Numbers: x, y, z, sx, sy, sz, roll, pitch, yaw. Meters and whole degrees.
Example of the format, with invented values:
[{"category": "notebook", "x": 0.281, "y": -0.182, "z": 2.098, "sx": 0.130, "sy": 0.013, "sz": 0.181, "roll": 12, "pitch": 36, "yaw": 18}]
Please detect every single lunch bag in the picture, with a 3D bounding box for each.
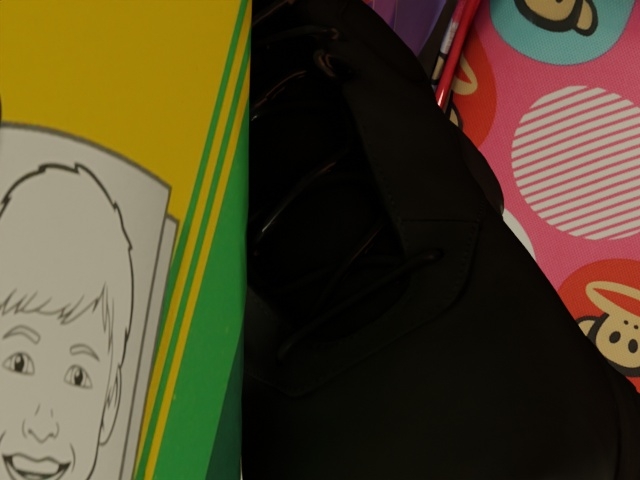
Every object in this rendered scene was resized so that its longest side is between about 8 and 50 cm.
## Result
[{"category": "lunch bag", "x": 0.170, "y": 0.018, "z": 0.660, "sx": 0.120, "sy": 0.293, "sz": 0.258, "roll": -47, "pitch": 160, "yaw": -51}]

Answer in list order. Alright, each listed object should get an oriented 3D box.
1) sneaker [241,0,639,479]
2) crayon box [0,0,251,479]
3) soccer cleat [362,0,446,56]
[{"category": "sneaker", "x": 0.000, "y": 0.000, "z": 0.464, "sx": 0.130, "sy": 0.109, "sz": 0.286, "roll": 57, "pitch": 4, "yaw": -26}, {"category": "crayon box", "x": -0.137, "y": -0.013, "z": 0.253, "sx": 0.363, "sy": 0.106, "sz": 0.313, "roll": -9, "pitch": 103, "yaw": -63}, {"category": "soccer cleat", "x": 0.053, "y": -0.169, "z": 0.626, "sx": 0.083, "sy": 0.095, "sz": 0.248, "roll": 46, "pitch": 53, "yaw": -57}]
